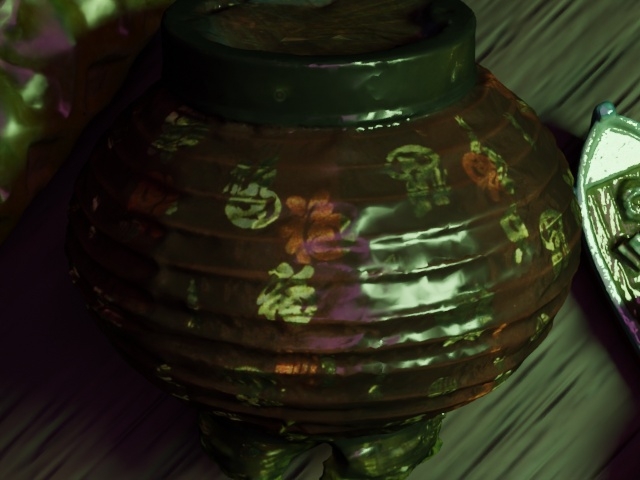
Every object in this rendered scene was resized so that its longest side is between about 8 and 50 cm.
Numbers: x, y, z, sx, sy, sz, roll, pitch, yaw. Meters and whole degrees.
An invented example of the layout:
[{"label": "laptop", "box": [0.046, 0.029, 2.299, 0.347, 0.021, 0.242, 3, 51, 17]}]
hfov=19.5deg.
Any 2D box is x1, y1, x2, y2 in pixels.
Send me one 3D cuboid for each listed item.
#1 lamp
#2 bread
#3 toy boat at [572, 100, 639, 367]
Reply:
[{"label": "lamp", "box": [0.000, 0.000, 0.859, 0.247, 0.247, 0.247, 1, 83, -8]}, {"label": "bread", "box": [-0.164, -0.066, 0.909, 0.269, 0.098, 0.087, -55, 132, -10]}, {"label": "toy boat", "box": [0.177, 0.010, 0.962, 0.069, 0.059, 0.173, -22, 87, -10]}]
